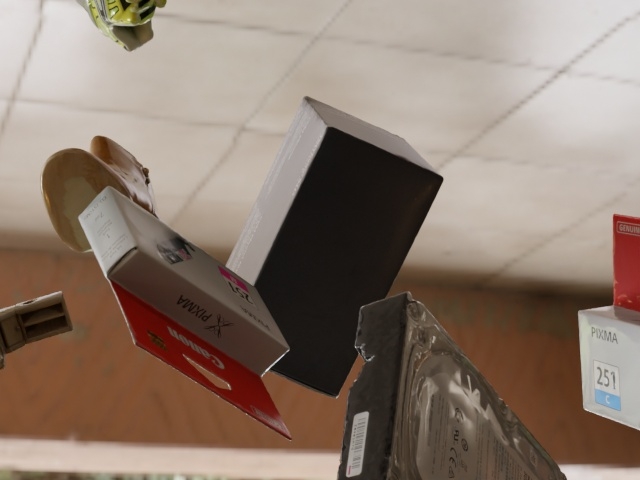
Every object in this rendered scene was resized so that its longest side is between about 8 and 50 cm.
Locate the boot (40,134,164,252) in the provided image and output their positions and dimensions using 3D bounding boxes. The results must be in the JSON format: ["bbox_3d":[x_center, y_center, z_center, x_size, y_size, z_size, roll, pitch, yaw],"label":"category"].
[{"bbox_3d":[-0.283,-0.071,1.920,0.104,0.211,0.295,-24,137,6],"label":"boot"}]

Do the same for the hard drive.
[{"bbox_3d":[0.137,0.239,1.394,0.064,0.237,0.339,-19,129,28],"label":"hard drive"}]

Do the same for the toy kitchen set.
[{"bbox_3d":[-0.249,0.059,1.225,0.075,0.068,0.083,-16,-169,-6],"label":"toy kitchen set"}]

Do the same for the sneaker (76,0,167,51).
[{"bbox_3d":[-0.268,-0.395,2.116,0.145,0.147,0.384,-36,175,-14],"label":"sneaker"}]

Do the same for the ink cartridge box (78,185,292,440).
[{"bbox_3d":[-0.137,0.083,1.706,0.060,0.239,0.275,-44,131,9],"label":"ink cartridge box"}]

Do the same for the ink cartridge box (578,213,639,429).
[{"bbox_3d":[0.428,0.110,1.854,0.066,0.261,0.296,-7,-172,-24],"label":"ink cartridge box"}]

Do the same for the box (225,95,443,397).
[{"bbox_3d":[0.000,0.000,2.125,0.179,0.343,0.312,24,-170,-10],"label":"box"}]
